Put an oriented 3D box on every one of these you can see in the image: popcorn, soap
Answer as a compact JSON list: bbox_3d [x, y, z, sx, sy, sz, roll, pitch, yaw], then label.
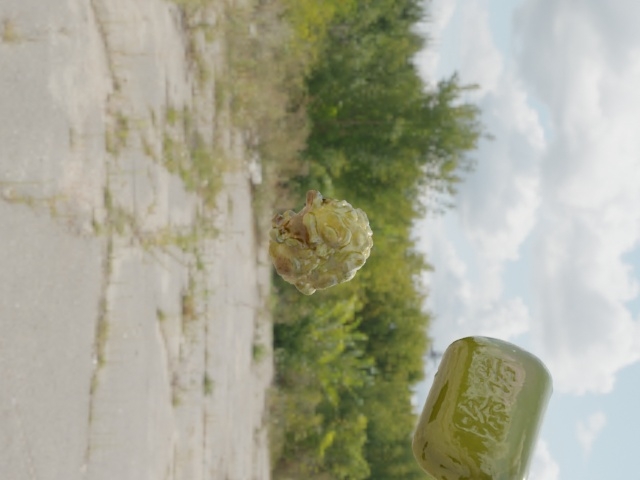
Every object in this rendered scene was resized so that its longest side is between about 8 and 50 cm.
[{"bbox_3d":[0.000,0.000,0.702,0.057,0.082,0.083,-63,149,-54],"label":"popcorn"},{"bbox_3d":[0.124,0.128,0.682,0.045,0.089,0.140,99,15,-49],"label":"soap"}]
